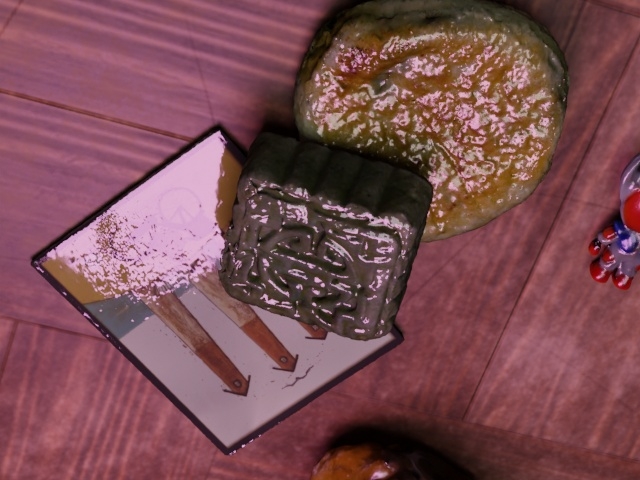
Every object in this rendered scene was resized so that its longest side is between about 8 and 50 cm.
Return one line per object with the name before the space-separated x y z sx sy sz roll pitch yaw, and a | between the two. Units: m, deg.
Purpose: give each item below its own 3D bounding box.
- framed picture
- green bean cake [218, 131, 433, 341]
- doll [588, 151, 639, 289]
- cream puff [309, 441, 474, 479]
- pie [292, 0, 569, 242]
framed picture | -0.101 0.062 1.731 0.244 0.013 0.324 -34 117 14
green bean cake | 0.000 0.000 1.614 0.185 0.094 0.183 18 136 4
doll | 0.340 -0.030 1.699 0.104 0.062 0.194 27 124 -1
cream puff | 0.103 0.321 1.796 0.269 0.241 0.154 35 107 8
pie | 0.108 -0.119 1.614 0.277 0.078 0.277 0 128 0
